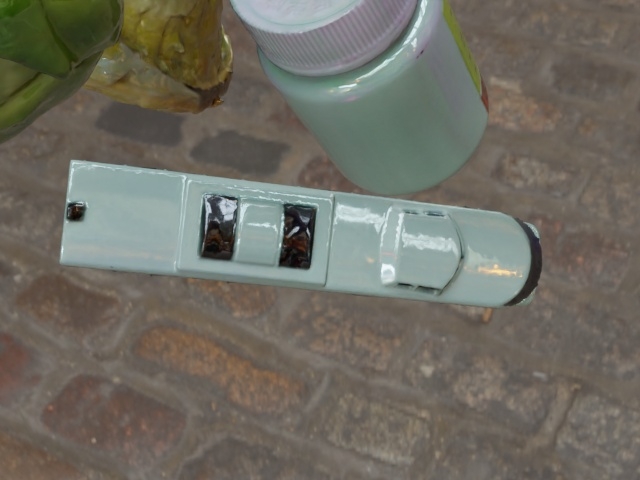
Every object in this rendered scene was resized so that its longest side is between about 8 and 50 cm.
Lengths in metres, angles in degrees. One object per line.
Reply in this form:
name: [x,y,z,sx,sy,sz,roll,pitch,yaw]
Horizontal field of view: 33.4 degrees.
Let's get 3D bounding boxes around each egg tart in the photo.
egg tart: [-0.205,-0.279,1.061,0.132,0.345,0.345,-44,44,26]

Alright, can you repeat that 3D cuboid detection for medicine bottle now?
medicine bottle: [0.034,-0.138,0.782,0.139,0.225,0.139,-10,63,20]

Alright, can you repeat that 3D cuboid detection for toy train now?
toy train: [0.000,0.000,0.439,0.207,0.047,0.043,6,89,-15]

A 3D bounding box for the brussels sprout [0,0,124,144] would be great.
brussels sprout: [-0.237,-0.170,0.566,0.259,0.294,0.227,6,28,-29]
